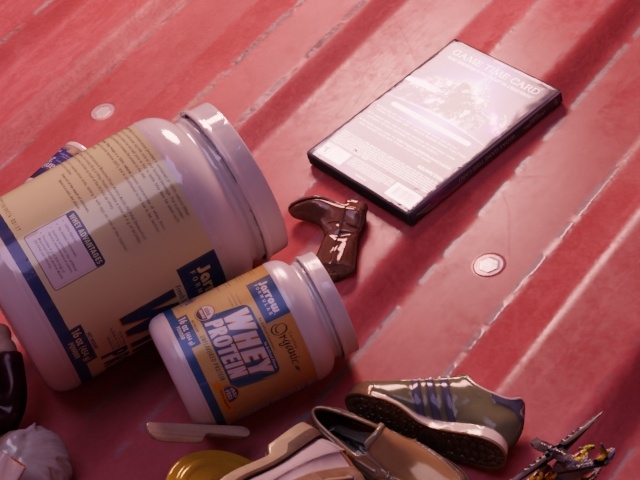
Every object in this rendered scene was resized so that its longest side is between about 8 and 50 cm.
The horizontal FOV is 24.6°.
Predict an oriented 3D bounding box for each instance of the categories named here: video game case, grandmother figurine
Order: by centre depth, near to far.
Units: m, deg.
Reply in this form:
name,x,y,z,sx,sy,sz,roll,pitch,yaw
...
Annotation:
name,x,y,z,sx,sy,sz,roll,pitch,yaw
grandmother figurine,-0.404,0.193,1.674,0.342,0.104,0.208,32,98,35
video game case,0.145,-0.145,1.877,0.274,0.026,0.196,-38,47,-21

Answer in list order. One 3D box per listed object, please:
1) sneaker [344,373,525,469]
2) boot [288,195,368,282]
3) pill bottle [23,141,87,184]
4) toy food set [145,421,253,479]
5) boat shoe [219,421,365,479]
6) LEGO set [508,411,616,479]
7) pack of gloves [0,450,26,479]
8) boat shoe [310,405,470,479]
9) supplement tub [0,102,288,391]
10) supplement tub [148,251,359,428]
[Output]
name,x,y,z,sx,sy,sz,roll,pitch,yaw
sneaker,0.127,0.175,1.542,0.192,0.064,0.086,16,45,30
boot,0.000,0.000,1.776,0.106,0.037,0.114,-1,51,20
pill bottle,-0.350,-0.070,1.935,0.067,0.067,0.120,22,57,34
toy food set,-0.104,0.289,1.503,0.128,0.071,0.218,0,43,-29
boat shoe,-0.052,0.277,1.390,0.103,0.113,0.302,32,36,17
LEGO set,0.118,0.279,1.278,0.331,0.255,0.192,-36,88,-10
pack of gloves,-0.415,0.313,1.565,0.195,0.046,0.232,22,79,43
boat shoe,0.065,0.220,1.504,0.190,0.072,0.068,16,53,30
supplement tub,-0.225,0.002,1.702,0.325,0.235,0.235,-30,45,-12
supplement tub,-0.073,0.109,1.608,0.199,0.144,0.144,-26,44,-7
